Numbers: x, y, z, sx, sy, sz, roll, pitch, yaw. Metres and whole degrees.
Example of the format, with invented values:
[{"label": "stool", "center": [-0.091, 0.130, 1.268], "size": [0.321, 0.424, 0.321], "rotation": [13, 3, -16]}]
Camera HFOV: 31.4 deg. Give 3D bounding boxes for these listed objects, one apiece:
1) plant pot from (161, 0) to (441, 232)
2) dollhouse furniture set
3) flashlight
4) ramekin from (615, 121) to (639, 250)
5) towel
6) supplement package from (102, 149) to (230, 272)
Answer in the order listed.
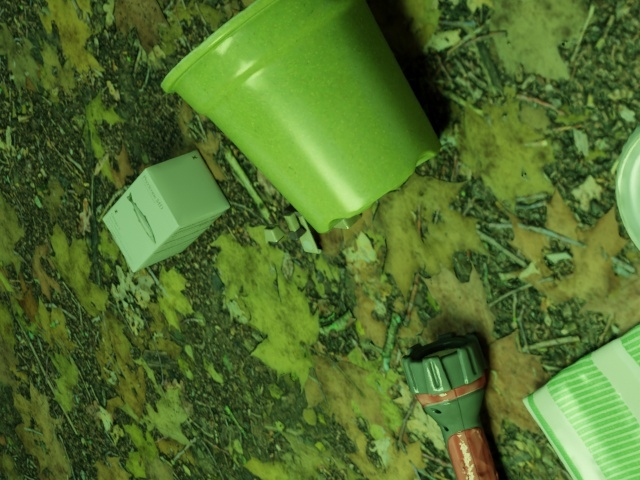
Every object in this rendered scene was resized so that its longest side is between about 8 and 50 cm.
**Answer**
[{"label": "plant pot", "center": [0.000, -0.159, 1.332], "size": [0.254, 0.276, 0.276], "rotation": [53, 141, -5]}, {"label": "dollhouse furniture set", "center": [0.000, 0.000, 1.536], "size": [0.114, 0.091, 0.081], "rotation": [7, 130, 43]}, {"label": "flashlight", "center": [0.191, 0.272, 1.438], "size": [0.103, 0.103, 0.304], "rotation": [-10, 100, 47]}, {"label": "ramekin", "center": [0.375, -0.051, 1.061], "size": [0.207, 0.109, 0.207], "rotation": [25, 126, 39]}, {"label": "towel", "center": [0.386, 0.213, 1.241], "size": [0.247, 0.038, 0.325], "rotation": [58, 140, 9]}, {"label": "supplement package", "center": [-0.239, -0.044, 1.747], "size": [0.105, 0.105, 0.179], "rotation": [60, 140, 8]}]
